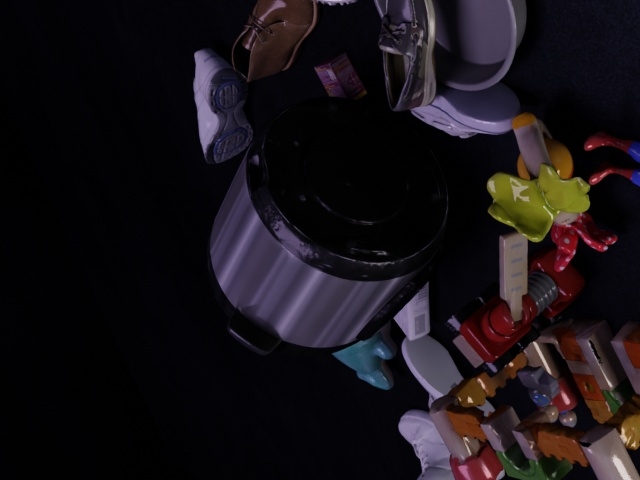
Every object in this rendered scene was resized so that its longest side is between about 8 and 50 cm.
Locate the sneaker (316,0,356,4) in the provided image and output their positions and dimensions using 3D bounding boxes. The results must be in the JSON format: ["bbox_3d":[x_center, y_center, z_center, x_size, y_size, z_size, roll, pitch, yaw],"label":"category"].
[{"bbox_3d":[-0.025,-0.491,1.833,0.293,0.102,0.146,40,150,27],"label":"sneaker"}]

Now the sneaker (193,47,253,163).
[{"bbox_3d":[-0.212,-0.281,2.430,0.129,0.111,0.297,57,155,31],"label":"sneaker"}]

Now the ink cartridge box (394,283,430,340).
[{"bbox_3d":[0.142,0.063,2.313,0.181,0.056,0.225,82,161,-45],"label":"ink cartridge box"}]

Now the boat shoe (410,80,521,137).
[{"bbox_3d":[0.222,-0.205,1.802,0.258,0.095,0.084,38,156,51],"label":"boat shoe"}]

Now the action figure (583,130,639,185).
[{"bbox_3d":[0.456,-0.057,1.535,0.280,0.139,0.091,21,141,44],"label":"action figure"}]

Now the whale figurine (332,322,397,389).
[{"bbox_3d":[0.071,0.222,2.495,0.216,0.141,0.272,24,142,45],"label":"whale figurine"}]

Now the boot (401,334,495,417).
[{"bbox_3d":[0.241,0.310,2.368,0.258,0.095,0.123,50,147,5],"label":"boot"}]

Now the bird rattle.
[{"bbox_3d":[0.345,-0.081,1.676,0.143,0.253,0.207,-24,68,29],"label":"bird rattle"}]

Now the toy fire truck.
[{"bbox_3d":[0.320,0.071,1.814,0.158,0.217,0.246,51,153,8],"label":"toy fire truck"}]

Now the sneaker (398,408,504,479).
[{"bbox_3d":[0.235,0.481,2.508,0.292,0.169,0.108,24,143,48],"label":"sneaker"}]

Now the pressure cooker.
[{"bbox_3d":[-0.004,-0.005,2.053,0.420,0.369,0.376,-57,45,51],"label":"pressure cooker"}]

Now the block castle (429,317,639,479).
[{"bbox_3d":[0.418,0.297,1.829,0.453,0.303,0.213,-1,122,60],"label":"block castle"}]

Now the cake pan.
[{"bbox_3d":[0.188,-0.360,1.694,0.293,0.054,0.293,39,151,27],"label":"cake pan"}]

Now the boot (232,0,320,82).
[{"bbox_3d":[-0.083,-0.384,2.049,0.112,0.115,0.305,48,152,15],"label":"boot"}]

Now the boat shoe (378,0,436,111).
[{"bbox_3d":[0.123,-0.294,1.717,0.080,0.073,0.224,29,137,47],"label":"boat shoe"}]

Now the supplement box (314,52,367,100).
[{"bbox_3d":[0.036,-0.283,2.052,0.055,0.043,0.083,-1,122,60],"label":"supplement box"}]
